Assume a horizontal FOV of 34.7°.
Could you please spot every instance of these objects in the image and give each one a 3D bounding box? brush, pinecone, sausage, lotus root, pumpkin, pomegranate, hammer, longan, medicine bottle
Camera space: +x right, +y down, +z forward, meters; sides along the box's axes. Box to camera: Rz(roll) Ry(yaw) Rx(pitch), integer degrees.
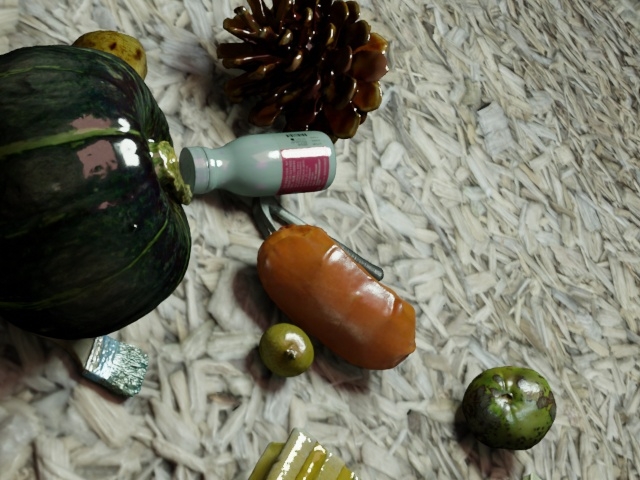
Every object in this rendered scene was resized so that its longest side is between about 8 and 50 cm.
[{"bbox_3d":[-0.288,0.116,1.181,0.196,0.021,0.070,32,41,-21],"label":"brush"},{"bbox_3d":[-0.041,-0.272,1.566,0.264,0.264,0.264,25,45,-28],"label":"pinecone"},{"bbox_3d":[0.022,0.081,1.423,0.258,0.133,0.133,40,40,-14],"label":"sausage"},{"bbox_3d":[-0.282,-0.228,1.338,0.110,0.097,0.258,-3,16,-8],"label":"lotus root"},{"bbox_3d":[-0.275,-0.055,1.117,0.323,0.241,0.323,-18,90,-83],"label":"pumpkin"},{"bbox_3d":[0.283,0.241,1.551,0.163,0.138,0.125,-85,162,-64],"label":"pomegranate"},{"bbox_3d":[0.000,0.000,1.546,0.246,0.029,0.103,34,41,-22],"label":"hammer"},{"bbox_3d":[-0.044,0.145,1.346,0.075,0.083,0.075,0,90,-11],"label":"longan"},{"bbox_3d":[-0.090,-0.107,1.463,0.217,0.090,0.090,-6,64,-27],"label":"medicine bottle"}]

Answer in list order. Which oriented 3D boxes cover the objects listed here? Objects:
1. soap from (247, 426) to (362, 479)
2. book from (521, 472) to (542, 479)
[{"bbox_3d":[-0.038,0.361,1.134,0.173,0.089,0.274,42,44,-9],"label":"soap"},{"bbox_3d":[0.354,0.541,1.446,0.260,0.043,0.371,41,40,-13],"label":"book"}]
